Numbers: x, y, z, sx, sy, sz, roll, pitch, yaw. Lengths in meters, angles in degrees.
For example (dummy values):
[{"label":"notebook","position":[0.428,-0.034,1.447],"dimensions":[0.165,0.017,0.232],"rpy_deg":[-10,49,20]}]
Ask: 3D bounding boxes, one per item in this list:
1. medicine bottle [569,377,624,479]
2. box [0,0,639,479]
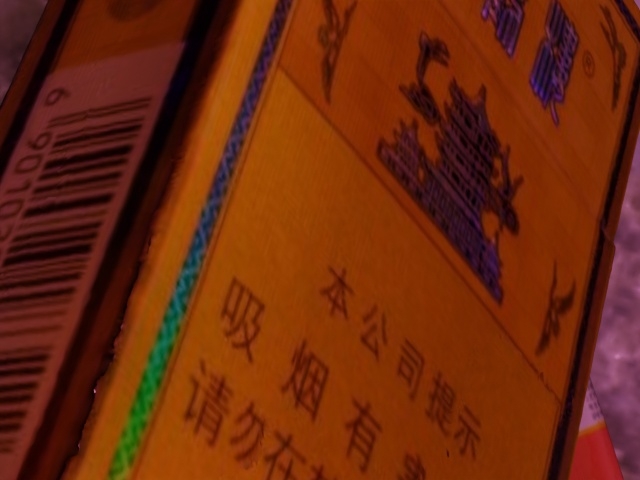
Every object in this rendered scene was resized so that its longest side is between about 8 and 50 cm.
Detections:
[{"label":"medicine bottle","position":[0.008,0.025,0.704],"dimensions":[0.149,0.112,0.222],"rpy_deg":[-19,89,-11]},{"label":"box","position":[0.000,0.000,0.517],"dimensions":[0.193,0.084,0.301],"rpy_deg":[49,46,-39]}]
